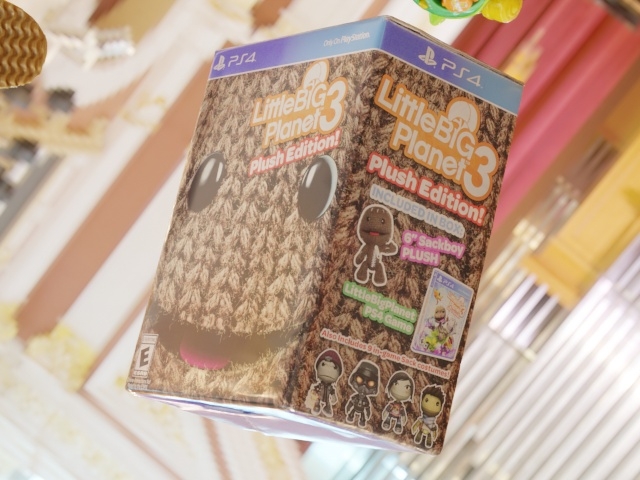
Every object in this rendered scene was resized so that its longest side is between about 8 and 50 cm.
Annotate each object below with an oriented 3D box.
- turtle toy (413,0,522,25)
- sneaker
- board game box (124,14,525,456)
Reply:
[{"bbox_3d":[0.083,-0.196,1.039,0.095,0.130,0.066,26,-154,32],"label":"turtle toy"},{"bbox_3d":[-0.283,-0.143,1.144,0.185,0.070,0.084,3,-173,-35],"label":"sneaker"},{"bbox_3d":[0.000,0.000,1.263,0.141,0.291,0.232,22,166,-34],"label":"board game box"}]
